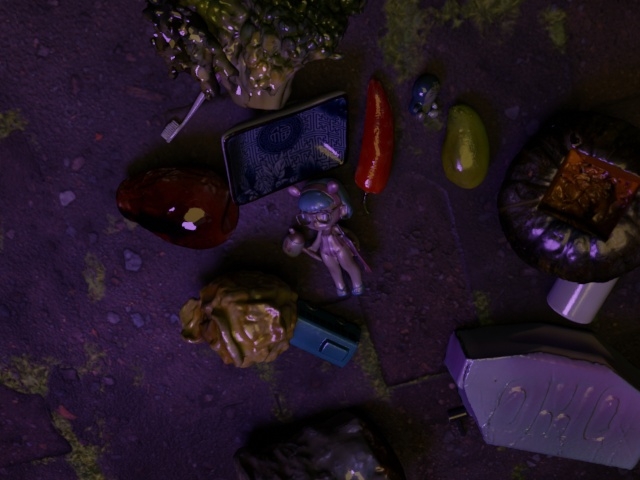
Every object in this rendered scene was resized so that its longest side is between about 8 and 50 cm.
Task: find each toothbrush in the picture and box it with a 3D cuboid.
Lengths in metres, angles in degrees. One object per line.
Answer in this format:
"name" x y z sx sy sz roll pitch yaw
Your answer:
"toothbrush" -0.202 -0.289 1.280 0.025 0.020 0.286 42 108 -10

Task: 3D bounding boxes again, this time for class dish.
"dish" -0.070 -0.184 1.260 0.243 0.080 0.182 -23 146 -16

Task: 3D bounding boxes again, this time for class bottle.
"bottle" 0.556 0.042 1.393 0.104 0.104 0.245 17 113 -8

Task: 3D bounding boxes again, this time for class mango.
"mango" 0.272 -0.175 1.306 0.091 0.074 0.165 -11 114 6

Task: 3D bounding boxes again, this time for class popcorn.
"popcorn" -0.157 0.155 1.365 0.216 0.235 0.181 1 103 -25

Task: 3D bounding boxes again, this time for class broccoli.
"broccoli" -0.101 -0.347 1.085 0.334 0.324 0.272 7 98 7

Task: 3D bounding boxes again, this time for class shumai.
"shumai" 0.018 0.549 1.537 0.323 0.397 0.324 -38 134 -16

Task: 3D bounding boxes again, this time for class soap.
"soap" 0.489 0.323 1.492 0.445 0.156 0.262 12 114 -5

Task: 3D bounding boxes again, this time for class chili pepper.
"chili pepper" 0.105 -0.173 1.316 0.071 0.063 0.272 -1 112 -14

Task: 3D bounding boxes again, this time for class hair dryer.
"hair dryer" 0.326 0.425 1.608 0.047 0.026 0.083 -17 117 8

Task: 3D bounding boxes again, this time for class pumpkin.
"pumpkin" 0.484 -0.073 1.257 0.320 0.192 0.321 0 88 17

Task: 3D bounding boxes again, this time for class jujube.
"jujube" -0.273 -0.064 1.314 0.236 0.168 0.168 6 116 16

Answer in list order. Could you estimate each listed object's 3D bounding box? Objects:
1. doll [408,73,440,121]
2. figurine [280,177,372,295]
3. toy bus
"doll" 0.190 -0.264 1.272 0.050 0.076 0.083 28 124 25
"figurine" 0.011 -0.007 1.381 0.205 0.103 0.260 1 123 39
"toy bus" 0.004 0.200 1.465 0.160 0.092 0.079 27 113 -12
